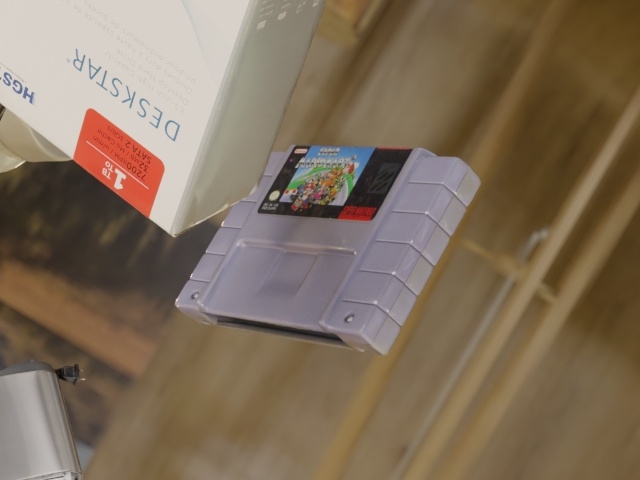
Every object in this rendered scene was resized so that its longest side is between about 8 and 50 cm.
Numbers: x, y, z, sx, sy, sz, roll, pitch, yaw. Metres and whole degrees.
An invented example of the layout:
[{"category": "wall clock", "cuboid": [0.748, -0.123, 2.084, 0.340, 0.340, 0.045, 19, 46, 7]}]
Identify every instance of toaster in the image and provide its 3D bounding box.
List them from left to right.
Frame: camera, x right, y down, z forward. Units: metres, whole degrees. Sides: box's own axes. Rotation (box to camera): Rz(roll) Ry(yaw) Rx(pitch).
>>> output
[{"category": "toaster", "cuboid": [-0.326, 0.215, 1.853, 0.129, 0.227, 0.146, 116, 138, -57]}]

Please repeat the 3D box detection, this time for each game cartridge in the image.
[{"category": "game cartridge", "cuboid": [0.000, 0.000, 2.051, 0.068, 0.230, 0.355, 36, 162, -33]}]

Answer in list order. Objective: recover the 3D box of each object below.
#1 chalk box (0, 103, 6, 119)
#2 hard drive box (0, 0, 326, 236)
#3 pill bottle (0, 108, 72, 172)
[{"category": "chalk box", "cuboid": [-0.376, -0.122, 1.661, 0.179, 0.289, 0.180, 27, -159, -8]}, {"category": "hard drive box", "cuboid": [-0.097, -0.151, 1.156, 0.181, 0.232, 0.089, 36, -141, 19]}, {"category": "pill bottle", "cuboid": [-0.440, -0.180, 2.184, 0.361, 0.204, 0.204, 2, 160, 28]}]
